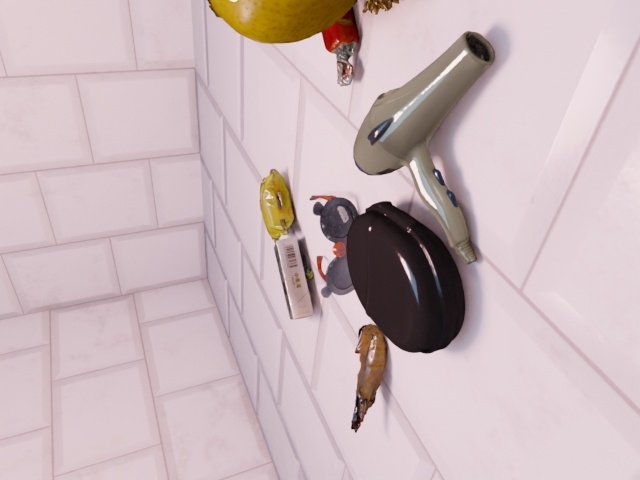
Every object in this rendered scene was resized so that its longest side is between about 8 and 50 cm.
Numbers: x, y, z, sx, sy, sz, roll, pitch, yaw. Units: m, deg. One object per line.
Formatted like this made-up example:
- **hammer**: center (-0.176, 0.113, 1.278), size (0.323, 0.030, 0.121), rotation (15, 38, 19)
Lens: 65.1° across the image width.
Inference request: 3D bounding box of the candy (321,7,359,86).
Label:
- **candy**: center (0.030, -0.460, 1.020), size (0.086, 0.059, 0.291), rotation (166, 92, -68)

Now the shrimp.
- **shrimp**: center (0.112, 0.322, 1.189), size (0.117, 0.066, 0.261), rotation (-115, 36, -68)

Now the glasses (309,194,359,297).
- **glasses**: center (0.000, 0.000, 1.239), size (0.268, 0.118, 0.233), rotation (-159, 59, -65)

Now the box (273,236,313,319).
- **box**: center (-0.085, 0.121, 1.542), size (0.155, 0.067, 0.242), rotation (131, 126, -80)

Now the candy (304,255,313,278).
- **candy**: center (-0.038, 0.079, 1.512), size (0.025, 0.023, 0.083), rotation (98, 163, -57)

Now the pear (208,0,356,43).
- **pear**: center (0.000, -0.493, 0.808), size (0.191, 0.340, 0.386), rotation (33, 111, 13)

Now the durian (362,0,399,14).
- **durian**: center (0.131, -0.449, 0.757), size (0.140, 0.079, 0.224), rotation (-70, -1, -77)

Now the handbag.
- **handbag**: center (0.141, 0.065, 0.922), size (0.308, 0.093, 0.253), rotation (-134, 33, -55)

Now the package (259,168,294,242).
- **package**: center (-0.141, -0.107, 1.580), size (0.168, 0.090, 0.226), rotation (156, 105, -71)

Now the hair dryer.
- **hair dryer**: center (0.188, -0.154, 0.756), size (0.298, 0.119, 0.295), rotation (49, 143, 25)
